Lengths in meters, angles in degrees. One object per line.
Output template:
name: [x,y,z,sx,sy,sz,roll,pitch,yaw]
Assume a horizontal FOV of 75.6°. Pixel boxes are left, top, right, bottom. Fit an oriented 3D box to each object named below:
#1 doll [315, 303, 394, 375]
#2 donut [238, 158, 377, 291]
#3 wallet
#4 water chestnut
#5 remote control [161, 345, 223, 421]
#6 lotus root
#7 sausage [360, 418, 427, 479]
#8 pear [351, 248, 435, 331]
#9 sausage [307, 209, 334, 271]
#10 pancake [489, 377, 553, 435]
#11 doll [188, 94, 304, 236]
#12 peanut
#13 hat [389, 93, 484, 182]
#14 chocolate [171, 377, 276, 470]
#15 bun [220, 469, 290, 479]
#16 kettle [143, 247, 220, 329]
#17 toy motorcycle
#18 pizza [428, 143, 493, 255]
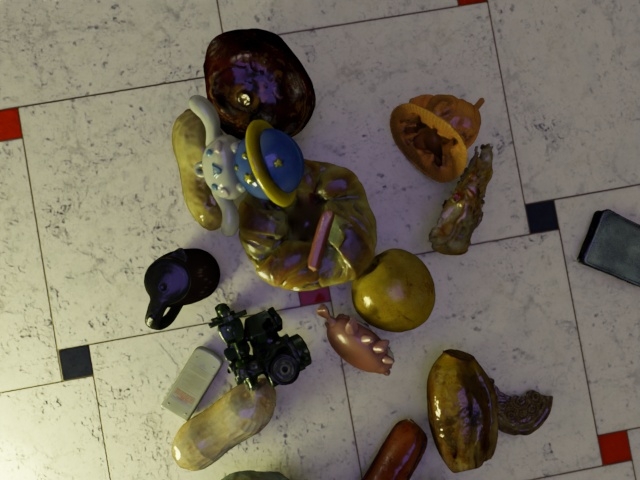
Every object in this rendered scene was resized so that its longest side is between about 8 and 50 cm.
doll: [0.085,0.252,1.026,0.262,0.211,0.093,44,65,-7]
donut: [-0.029,-0.037,1.047,0.359,0.170,0.361,0,89,0]
wallet: [0.834,0.024,1.136,0.222,0.036,0.168,22,88,-3]
water chestnut: [-0.147,-0.374,1.011,0.288,0.289,0.245,18,83,-1]
remote control: [-0.337,0.376,1.096,0.087,0.029,0.190,30,88,-1]
lotus root: [0.362,0.422,1.045,0.193,0.193,0.291,-7,85,-2]
sausage: [0.170,0.622,1.070,0.102,0.102,0.330,34,87,-1]
pear: [0.186,0.133,1.035,0.208,0.209,0.209,0,89,-2]
sausage: [0.000,0.000,0.948,0.035,0.030,0.147,18,91,6]
pancake: [0.539,0.443,1.125,0.190,0.020,0.184,-21,88,-2]
doll: [-0.163,-0.196,0.920,0.242,0.159,0.311,-17,103,38]
peanut: [-0.294,-0.185,1.054,0.147,0.147,0.319,-11,86,-2]
hat: [0.349,-0.308,1.057,0.233,0.244,0.234,-38,98,-16]
chocolate: [-0.238,0.468,1.052,0.309,0.134,0.134,-38,90,0]
bun: [-0.157,0.735,1.004,0.361,0.211,0.362,0,91,-3]
kettle: [-0.351,0.110,1.001,0.144,0.232,0.202,26,89,0]
toy motorcycle: [-0.154,0.250,1.039,0.205,0.127,0.275,-21,63,-22]
pizza: [0.382,-0.096,1.059,0.071,0.189,0.297,22,91,43]
